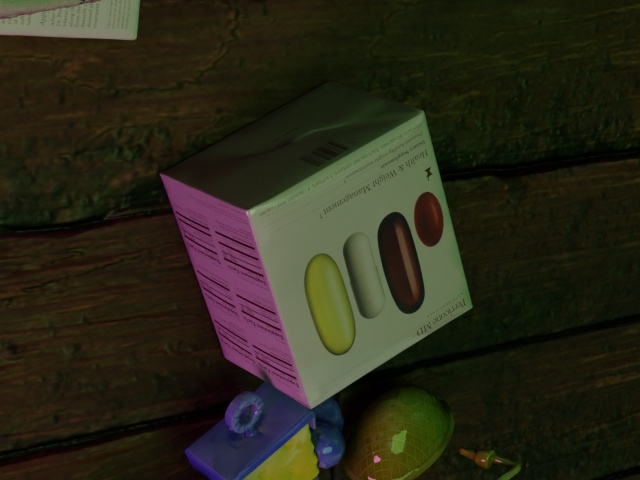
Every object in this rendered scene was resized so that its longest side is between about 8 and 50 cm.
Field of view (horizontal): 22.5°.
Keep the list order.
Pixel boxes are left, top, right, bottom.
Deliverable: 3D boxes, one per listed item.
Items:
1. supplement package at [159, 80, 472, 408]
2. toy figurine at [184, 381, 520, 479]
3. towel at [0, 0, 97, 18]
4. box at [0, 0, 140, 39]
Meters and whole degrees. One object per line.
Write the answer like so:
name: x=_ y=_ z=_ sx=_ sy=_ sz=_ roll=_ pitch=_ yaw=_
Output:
supplement package: x=0.000 y=0.000 z=1.425 sx=0.194 sy=0.149 sz=0.203 roll=-31 pitch=121 yaw=-24
toy figurine: x=-0.009 y=0.208 z=1.454 sx=0.362 sy=0.191 sz=0.217 roll=-38 pitch=130 yaw=-22
towel: x=-0.195 y=-0.308 z=1.124 sx=0.324 sy=0.056 sz=0.312 roll=-18 pitch=84 yaw=-37
box: x=-0.235 y=-0.205 z=1.192 sx=0.170 sy=0.130 sz=0.091 roll=-3 pitch=107 yaw=-35
